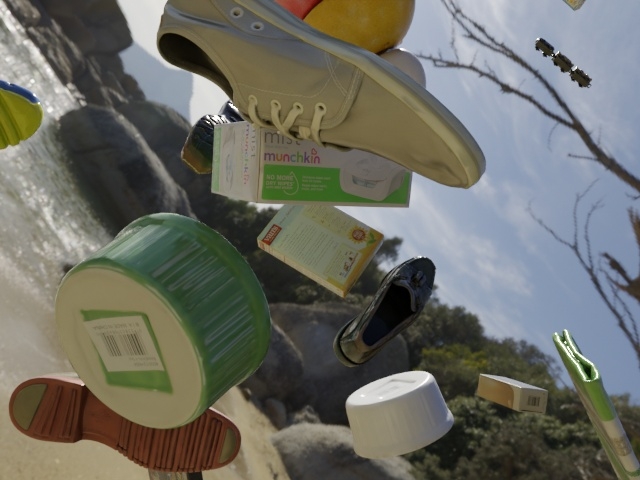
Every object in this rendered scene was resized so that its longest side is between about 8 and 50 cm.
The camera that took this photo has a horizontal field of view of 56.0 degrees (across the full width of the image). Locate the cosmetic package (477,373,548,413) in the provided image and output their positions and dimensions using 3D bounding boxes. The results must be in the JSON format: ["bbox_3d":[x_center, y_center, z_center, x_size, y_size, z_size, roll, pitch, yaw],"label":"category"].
[{"bbox_3d":[0.332,0.266,1.048,0.115,0.060,0.041,177,-77,-70],"label":"cosmetic package"}]

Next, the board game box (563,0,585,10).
[{"bbox_3d":[0.621,-0.645,1.435,0.103,0.026,0.154,53,-31,18],"label":"board game box"}]

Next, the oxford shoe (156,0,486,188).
[{"bbox_3d":[-0.015,-0.172,0.720,0.449,0.130,0.169,33,-10,13],"label":"oxford shoe"}]

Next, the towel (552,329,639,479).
[{"bbox_3d":[0.228,0.150,0.460,0.152,0.023,0.113,63,11,-5],"label":"towel"}]

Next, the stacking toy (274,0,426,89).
[{"bbox_3d":[0.049,-0.429,1.051,0.480,0.350,0.350,66,-10,-5],"label":"stacking toy"}]

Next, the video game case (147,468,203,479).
[{"bbox_3d":[-0.324,0.477,1.303,0.248,0.035,0.275,15,-65,51],"label":"video game case"}]

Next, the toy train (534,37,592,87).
[{"bbox_3d":[0.522,-0.381,1.293,0.158,0.027,0.036,35,40,-11],"label":"toy train"}]

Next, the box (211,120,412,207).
[{"bbox_3d":[-0.018,-0.126,0.980,0.231,0.261,0.127,18,-75,62],"label":"box"}]

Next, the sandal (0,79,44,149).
[{"bbox_3d":[-0.599,-0.226,0.947,0.138,0.317,0.126,-96,-166,-50],"label":"sandal"}]

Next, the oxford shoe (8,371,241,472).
[{"bbox_3d":[-0.333,0.307,1.088,0.396,0.141,0.146,17,-1,-3],"label":"oxford shoe"}]

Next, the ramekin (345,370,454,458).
[{"bbox_3d":[0.201,0.453,1.601,0.277,0.277,0.135,154,-82,-81],"label":"ramekin"}]

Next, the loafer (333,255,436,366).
[{"bbox_3d":[0.133,0.116,1.048,0.096,0.267,0.084,46,-32,1],"label":"loafer"}]

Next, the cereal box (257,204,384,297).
[{"bbox_3d":[0.000,0.000,1.376,0.240,0.173,0.047,31,-23,16],"label":"cereal box"}]

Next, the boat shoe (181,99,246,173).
[{"bbox_3d":[-0.225,-0.207,1.320,0.122,0.120,0.324,44,25,-10],"label":"boat shoe"}]

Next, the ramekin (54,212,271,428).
[{"bbox_3d":[-0.239,0.126,0.885,0.303,0.303,0.148,60,34,-8],"label":"ramekin"}]
